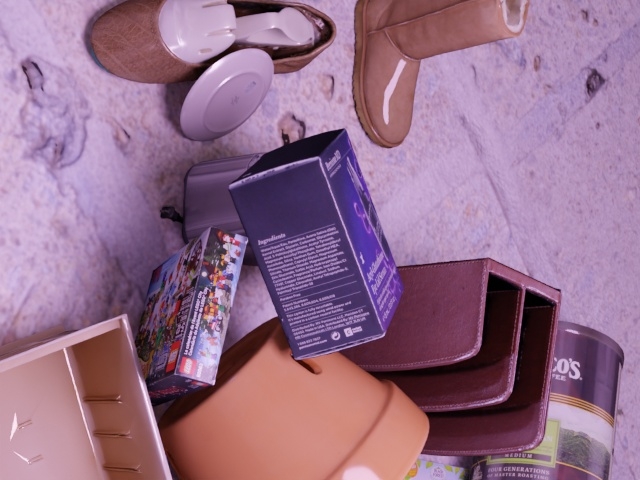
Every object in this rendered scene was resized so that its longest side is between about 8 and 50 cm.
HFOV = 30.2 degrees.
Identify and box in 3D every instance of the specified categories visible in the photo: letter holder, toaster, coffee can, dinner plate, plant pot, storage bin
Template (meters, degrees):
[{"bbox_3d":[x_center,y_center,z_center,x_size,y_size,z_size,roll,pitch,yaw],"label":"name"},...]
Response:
[{"bbox_3d":[0.128,0.154,1.501,0.152,0.302,0.214,23,70,-39],"label":"letter holder"},{"bbox_3d":[-0.064,-0.040,1.452,0.227,0.146,0.129,11,76,-42],"label":"toaster"},{"bbox_3d":[0.326,0.280,1.719,0.201,0.201,0.275,35,55,-35],"label":"coffee can"},{"bbox_3d":[-0.109,-0.173,1.448,0.141,0.141,0.017,-20,56,-43],"label":"dinner plate"},{"bbox_3d":[-0.051,0.225,1.363,0.203,0.291,0.291,49,53,-6],"label":"plant pot"},{"bbox_3d":[-0.299,0.240,1.208,0.260,0.123,0.262,-21,99,-43],"label":"storage bin"}]

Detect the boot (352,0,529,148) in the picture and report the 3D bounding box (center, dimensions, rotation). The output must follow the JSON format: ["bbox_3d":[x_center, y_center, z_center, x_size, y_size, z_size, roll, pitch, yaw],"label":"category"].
[{"bbox_3d":[0.160,-0.260,1.607,0.089,0.269,0.236,-7,89,-42],"label":"boot"}]

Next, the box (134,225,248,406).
[{"bbox_3d":[-0.152,0.089,1.293,0.044,0.233,0.159,19,70,-18],"label":"box"}]

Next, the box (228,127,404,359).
[{"bbox_3d":[0.000,0.000,1.291,0.153,0.108,0.207,-57,128,-69],"label":"box"}]

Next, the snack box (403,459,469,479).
[{"bbox_3d":[0.150,0.363,1.676,0.141,0.037,0.100,19,71,-42],"label":"snack box"}]

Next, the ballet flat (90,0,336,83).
[{"bbox_3d":[-0.111,-0.254,1.450,0.342,0.124,0.116,-5,87,-43],"label":"ballet flat"}]
